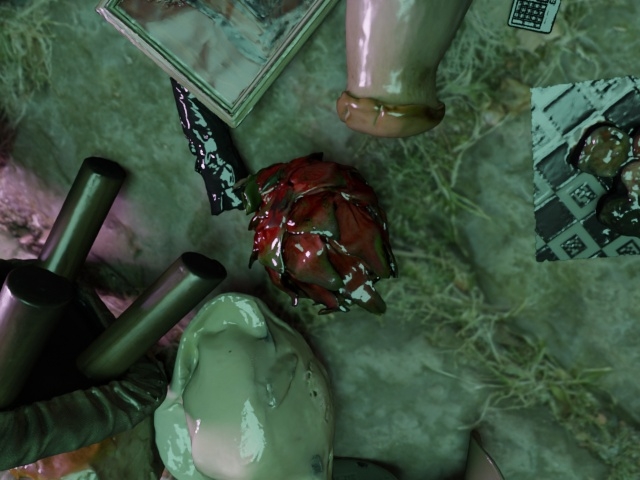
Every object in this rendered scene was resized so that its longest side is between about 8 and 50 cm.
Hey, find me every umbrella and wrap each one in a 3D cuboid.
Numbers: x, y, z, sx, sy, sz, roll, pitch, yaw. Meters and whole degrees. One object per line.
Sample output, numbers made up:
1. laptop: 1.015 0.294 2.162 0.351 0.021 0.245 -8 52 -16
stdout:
1. umbrella: -0.141 -0.146 0.759 0.066 0.059 0.236 -18 104 -7

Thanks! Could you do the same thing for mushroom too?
1. mushroom: 0.100 -0.307 0.618 0.154 0.137 0.408 -6 116 -20

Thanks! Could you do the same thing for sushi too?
1. sushi: 0.367 -0.077 0.698 0.231 0.047 0.220 -5 108 11

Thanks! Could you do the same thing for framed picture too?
1. framed picture: -0.095 -0.298 0.688 0.216 0.016 0.273 39 99 -6

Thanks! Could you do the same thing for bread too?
1. bread: -0.348 0.291 0.842 0.250 0.279 0.225 1 122 10

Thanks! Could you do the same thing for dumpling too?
1. dumpling: -0.106 0.235 0.818 0.242 0.187 0.318 -23 84 19

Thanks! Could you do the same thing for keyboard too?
1. keyboard: 0.248 -0.307 0.657 0.053 0.010 0.155 12 111 4

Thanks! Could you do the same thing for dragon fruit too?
1. dragon fruit: -0.003 -0.009 0.720 0.182 0.182 0.189 -7 112 12

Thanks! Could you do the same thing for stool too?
1. stool: -0.321 0.057 0.693 0.310 0.310 0.226 40 112 24

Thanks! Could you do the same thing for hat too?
1. hat: 0.177 0.358 0.830 0.144 0.166 0.173 -17 97 4

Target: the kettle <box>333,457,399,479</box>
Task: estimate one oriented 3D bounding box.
1. kettle: 0.046 0.515 0.854 0.265 0.205 0.318 23 120 50
